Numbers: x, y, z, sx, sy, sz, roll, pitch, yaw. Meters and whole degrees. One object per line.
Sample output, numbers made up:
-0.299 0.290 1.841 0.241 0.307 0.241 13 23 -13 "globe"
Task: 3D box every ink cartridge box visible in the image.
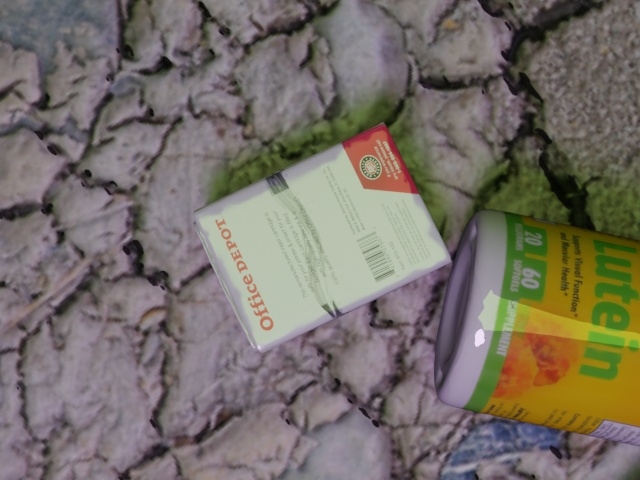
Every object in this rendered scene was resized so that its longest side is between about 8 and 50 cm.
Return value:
0.000 0.000 0.722 0.151 0.063 0.109 -25 88 -2 "ink cartridge box"

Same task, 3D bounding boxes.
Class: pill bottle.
0.210 0.068 0.684 0.246 0.136 0.136 12 87 0 "pill bottle"
